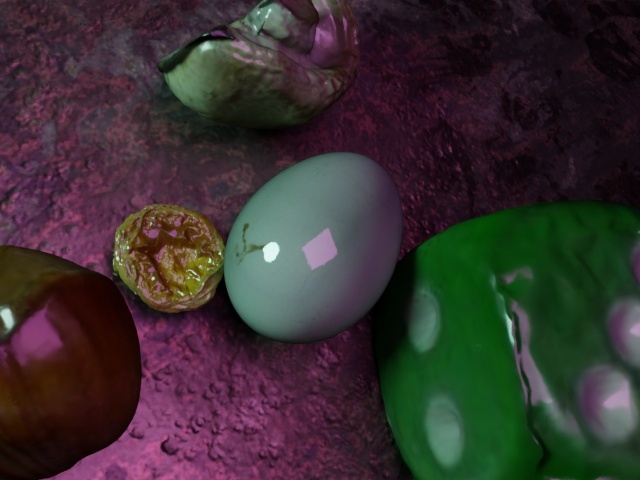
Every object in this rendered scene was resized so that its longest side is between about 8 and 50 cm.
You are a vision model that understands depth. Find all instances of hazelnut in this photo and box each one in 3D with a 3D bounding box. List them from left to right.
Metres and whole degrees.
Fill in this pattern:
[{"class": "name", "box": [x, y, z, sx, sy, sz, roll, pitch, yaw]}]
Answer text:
[{"class": "hazelnut", "box": [-0.266, 0.105, 0.572, 0.210, 0.210, 0.186, 3, 47, -25]}]

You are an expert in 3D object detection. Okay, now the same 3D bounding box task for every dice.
[{"class": "dice", "box": [0.250, 0.137, 0.736, 0.297, 0.287, 0.300, 0, 71, -27]}]

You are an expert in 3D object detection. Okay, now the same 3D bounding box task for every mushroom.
[{"class": "mushroom", "box": [-0.060, -0.215, 0.782, 0.164, 0.190, 0.267, 52, 33, -17]}]

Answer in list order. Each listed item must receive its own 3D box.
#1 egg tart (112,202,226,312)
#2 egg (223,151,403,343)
[{"class": "egg tart", "box": [-0.171, 0.021, 0.711, 0.130, 0.052, 0.130, 9, 68, -24]}, {"class": "egg", "box": [0.000, 0.000, 0.726, 0.183, 0.183, 0.264, 42, 53, -7]}]
